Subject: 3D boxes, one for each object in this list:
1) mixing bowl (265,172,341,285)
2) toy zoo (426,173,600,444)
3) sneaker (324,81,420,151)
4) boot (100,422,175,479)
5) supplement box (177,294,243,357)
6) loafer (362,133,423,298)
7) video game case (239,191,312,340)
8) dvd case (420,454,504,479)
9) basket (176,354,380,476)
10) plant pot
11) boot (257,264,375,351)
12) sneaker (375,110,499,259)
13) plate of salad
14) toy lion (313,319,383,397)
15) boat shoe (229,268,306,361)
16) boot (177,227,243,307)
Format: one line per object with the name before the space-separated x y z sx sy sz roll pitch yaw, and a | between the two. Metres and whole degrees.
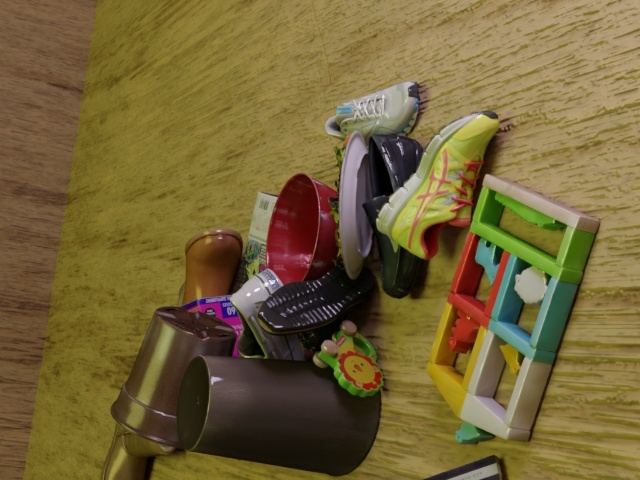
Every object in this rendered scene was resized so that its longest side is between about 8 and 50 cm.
mixing bowl | 0.000 0.000 1.608 0.181 0.098 0.181 -37 48 56
toy zoo | 0.197 0.089 1.229 0.192 0.030 0.293 39 115 63
sneaker | 0.067 -0.173 1.554 0.191 0.083 0.071 -31 52 57
boot | -0.351 0.421 2.211 0.269 0.089 0.236 -28 56 58
supplement box | -0.147 0.201 1.772 0.114 0.111 0.220 -23 75 60
loafer | 0.090 -0.034 1.452 0.076 0.078 0.223 -32 52 59
video game case | -0.065 0.036 1.800 0.232 0.042 0.210 17 97 65
dvd case | 0.136 0.355 1.178 0.165 0.018 0.221 -25 52 23
basket | -0.066 0.230 1.505 0.204 0.227 0.154 -40 46 54
plant pot | -0.205 0.193 1.628 0.167 0.167 0.165 39 114 63
boot | -0.017 0.119 1.519 0.077 0.198 0.137 48 134 26
sneaker | 0.159 -0.063 1.338 0.094 0.081 0.208 49 122 25
plate of salad | 0.038 -0.048 1.492 0.200 0.048 0.199 2 -90 -77
toy lion | 0.045 0.162 1.476 0.034 0.096 0.100 -57 -7 33
boat shoe | -0.082 0.145 1.611 0.095 0.084 0.258 45 157 42
boot | -0.201 0.129 1.973 0.283 0.109 0.220 125 147 -46
